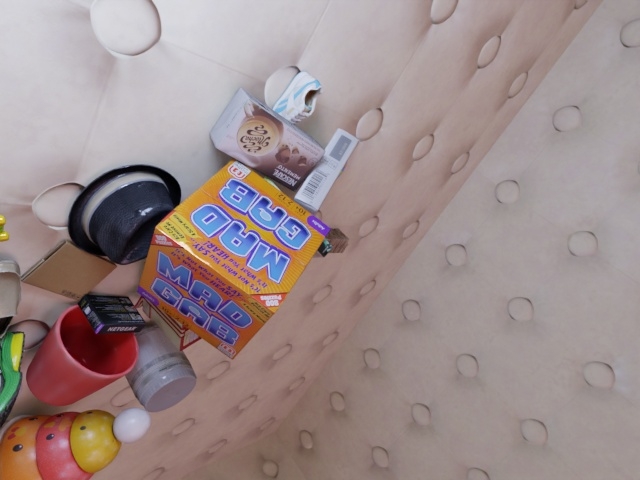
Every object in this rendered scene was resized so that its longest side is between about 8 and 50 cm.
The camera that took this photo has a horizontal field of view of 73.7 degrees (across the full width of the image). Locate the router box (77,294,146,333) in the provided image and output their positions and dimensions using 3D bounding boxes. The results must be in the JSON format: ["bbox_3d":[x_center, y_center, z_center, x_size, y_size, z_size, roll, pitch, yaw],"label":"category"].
[{"bbox_3d":[-0.676,0.240,1.394,0.046,0.133,0.179,-48,157,8],"label":"router box"}]

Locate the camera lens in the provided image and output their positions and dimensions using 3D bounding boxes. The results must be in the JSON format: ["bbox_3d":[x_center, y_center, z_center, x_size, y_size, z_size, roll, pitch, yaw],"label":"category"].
[{"bbox_3d":[-0.630,0.481,1.636,0.220,0.274,0.219,-31,148,-22],"label":"camera lens"}]

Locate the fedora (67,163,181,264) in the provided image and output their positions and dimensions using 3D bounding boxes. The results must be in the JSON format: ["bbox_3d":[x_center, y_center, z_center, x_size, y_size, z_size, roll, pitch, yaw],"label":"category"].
[{"bbox_3d":[-0.525,-0.048,1.211,0.334,0.152,0.333,-31,148,-22],"label":"fedora"}]

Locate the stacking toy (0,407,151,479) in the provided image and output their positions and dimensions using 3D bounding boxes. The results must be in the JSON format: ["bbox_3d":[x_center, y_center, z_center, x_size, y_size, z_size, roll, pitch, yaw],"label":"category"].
[{"bbox_3d":[-0.832,0.711,1.508,0.481,0.350,0.350,-22,148,-5],"label":"stacking toy"}]

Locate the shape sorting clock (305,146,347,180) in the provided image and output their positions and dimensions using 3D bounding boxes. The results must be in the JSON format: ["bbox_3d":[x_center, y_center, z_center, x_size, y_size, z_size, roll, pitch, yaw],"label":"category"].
[{"bbox_3d":[0.026,-0.288,1.696,0.206,0.040,0.206,-31,148,-22],"label":"shape sorting clock"}]

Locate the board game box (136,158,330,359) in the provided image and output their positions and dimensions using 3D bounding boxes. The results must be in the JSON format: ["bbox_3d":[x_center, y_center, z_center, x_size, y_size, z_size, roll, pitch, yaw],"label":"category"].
[{"bbox_3d":[-0.257,0.057,1.264,0.356,0.356,0.356,-50,-176,47],"label":"board game box"}]

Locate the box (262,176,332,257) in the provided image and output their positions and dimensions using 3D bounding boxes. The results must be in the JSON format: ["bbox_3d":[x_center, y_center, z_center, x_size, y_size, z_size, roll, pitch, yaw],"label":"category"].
[{"bbox_3d":[-0.130,-0.065,1.444,0.322,0.232,0.058,46,67,-18],"label":"box"}]

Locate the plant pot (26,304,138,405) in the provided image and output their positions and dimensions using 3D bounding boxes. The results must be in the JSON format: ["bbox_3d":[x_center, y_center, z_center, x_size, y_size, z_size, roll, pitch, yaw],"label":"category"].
[{"bbox_3d":[-0.776,0.382,1.369,0.243,0.274,0.275,-40,152,14],"label":"plant pot"}]

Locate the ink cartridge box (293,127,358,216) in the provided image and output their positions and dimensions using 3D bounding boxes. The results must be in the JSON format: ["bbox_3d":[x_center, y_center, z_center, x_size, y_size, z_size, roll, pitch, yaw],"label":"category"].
[{"bbox_3d":[-0.016,-0.180,1.541,0.307,0.091,0.385,-61,-176,-21],"label":"ink cartridge box"}]

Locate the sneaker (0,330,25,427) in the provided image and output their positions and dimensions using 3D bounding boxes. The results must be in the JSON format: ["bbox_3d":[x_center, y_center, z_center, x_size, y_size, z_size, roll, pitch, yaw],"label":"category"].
[{"bbox_3d":[-0.887,0.374,1.127,0.147,0.343,0.134,19,109,-40],"label":"sneaker"}]

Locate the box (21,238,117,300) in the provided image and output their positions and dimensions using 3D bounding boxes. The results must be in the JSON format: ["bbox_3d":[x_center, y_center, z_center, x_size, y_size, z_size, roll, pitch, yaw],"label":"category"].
[{"bbox_3d":[-0.736,0.093,1.265,0.164,0.021,0.201,-42,150,-3],"label":"box"}]

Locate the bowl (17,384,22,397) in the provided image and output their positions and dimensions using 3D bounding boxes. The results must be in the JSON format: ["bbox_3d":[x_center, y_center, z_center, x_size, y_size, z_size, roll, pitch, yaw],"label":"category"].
[{"bbox_3d":[-1.044,0.478,1.221,0.297,0.134,0.298,-49,174,-7],"label":"bowl"}]

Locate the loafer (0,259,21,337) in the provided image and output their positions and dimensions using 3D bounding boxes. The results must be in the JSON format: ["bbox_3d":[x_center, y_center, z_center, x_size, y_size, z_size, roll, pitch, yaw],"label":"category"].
[{"bbox_3d":[-0.852,0.163,1.137,0.102,0.092,0.268,-10,139,-49],"label":"loafer"}]

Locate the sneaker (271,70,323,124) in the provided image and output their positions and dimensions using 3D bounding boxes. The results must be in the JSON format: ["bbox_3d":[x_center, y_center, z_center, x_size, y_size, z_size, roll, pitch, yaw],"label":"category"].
[{"bbox_3d":[-0.082,-0.413,1.348,0.088,0.092,0.228,2,128,-54],"label":"sneaker"}]

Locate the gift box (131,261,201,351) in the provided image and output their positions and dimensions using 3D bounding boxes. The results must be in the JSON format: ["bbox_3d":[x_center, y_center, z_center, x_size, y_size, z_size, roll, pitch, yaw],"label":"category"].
[{"bbox_3d":[-0.473,0.185,1.461,0.277,0.258,0.255,-24,146,-46],"label":"gift box"}]

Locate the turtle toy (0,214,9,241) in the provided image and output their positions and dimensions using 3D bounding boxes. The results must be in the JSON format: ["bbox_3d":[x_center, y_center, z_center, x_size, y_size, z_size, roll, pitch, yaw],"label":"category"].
[{"bbox_3d":[-0.792,-0.022,1.001,0.095,0.066,0.130,-16,141,-37],"label":"turtle toy"}]

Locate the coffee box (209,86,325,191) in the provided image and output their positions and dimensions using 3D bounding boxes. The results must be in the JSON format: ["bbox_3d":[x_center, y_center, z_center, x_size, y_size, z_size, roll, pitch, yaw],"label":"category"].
[{"bbox_3d":[-0.155,-0.295,1.288,0.297,0.118,0.168,27,109,-38],"label":"coffee box"}]

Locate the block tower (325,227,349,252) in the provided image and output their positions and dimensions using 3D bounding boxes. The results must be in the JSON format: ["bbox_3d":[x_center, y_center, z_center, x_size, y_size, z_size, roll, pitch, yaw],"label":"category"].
[{"bbox_3d":[0.000,0.000,1.984,0.336,0.097,0.090,0,129,-53],"label":"block tower"}]
